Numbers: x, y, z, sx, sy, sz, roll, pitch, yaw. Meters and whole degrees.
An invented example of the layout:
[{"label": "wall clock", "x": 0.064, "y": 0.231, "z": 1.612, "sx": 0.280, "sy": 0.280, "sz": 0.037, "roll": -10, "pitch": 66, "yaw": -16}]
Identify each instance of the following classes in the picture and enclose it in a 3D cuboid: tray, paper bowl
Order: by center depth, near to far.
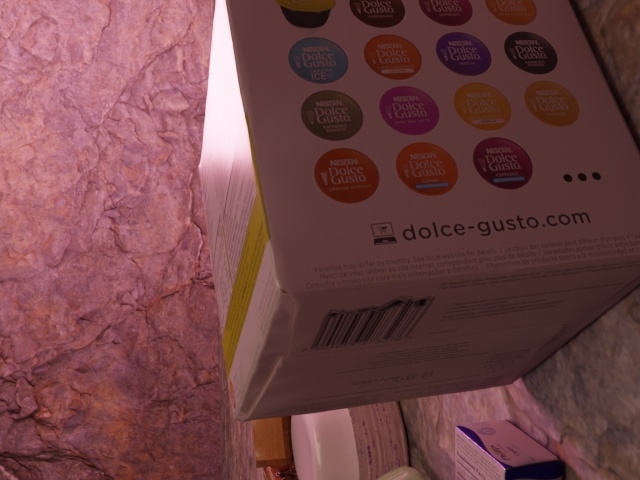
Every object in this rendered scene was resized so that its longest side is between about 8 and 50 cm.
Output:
[{"label": "paper bowl", "x": 0.039, "y": 0.361, "z": 1.376, "sx": 0.284, "sy": 0.148, "sz": 0.284, "roll": 174, "pitch": 90, "yaw": -74}, {"label": "tray", "x": -0.073, "y": 0.337, "z": 1.653, "sx": 0.411, "sy": 0.076, "sz": 0.202, "roll": 42, "pitch": -139, "yaw": -80}]

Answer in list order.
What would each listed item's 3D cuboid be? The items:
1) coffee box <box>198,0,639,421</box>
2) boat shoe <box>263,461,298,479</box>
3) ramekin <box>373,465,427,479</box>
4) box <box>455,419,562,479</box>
[{"label": "coffee box", "x": 0.069, "y": -0.043, "z": 0.800, "sx": 0.338, "sy": 0.338, "sz": 0.334, "roll": 111, "pitch": 151, "yaw": -59}, {"label": "boat shoe", "x": -0.086, "y": 0.589, "z": 1.982, "sx": 0.104, "sy": 0.111, "sz": 0.307, "roll": -149, "pitch": 46, "yaw": -67}, {"label": "ramekin", "x": 0.118, "y": 0.419, "z": 0.929, "sx": 0.303, "sy": 0.148, "sz": 0.303, "roll": 57, "pitch": 170, "yaw": 15}, {"label": "box", "x": 0.208, "y": 0.289, "z": 0.882, "sx": 0.126, "sy": 0.072, "sz": 0.137, "roll": -152, "pitch": 59, "yaw": -73}]
